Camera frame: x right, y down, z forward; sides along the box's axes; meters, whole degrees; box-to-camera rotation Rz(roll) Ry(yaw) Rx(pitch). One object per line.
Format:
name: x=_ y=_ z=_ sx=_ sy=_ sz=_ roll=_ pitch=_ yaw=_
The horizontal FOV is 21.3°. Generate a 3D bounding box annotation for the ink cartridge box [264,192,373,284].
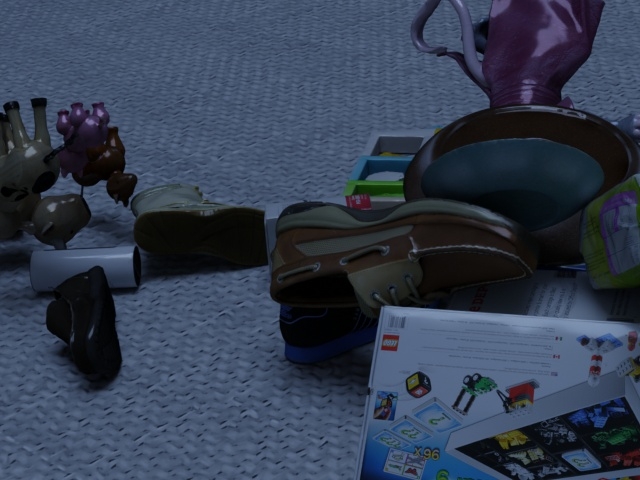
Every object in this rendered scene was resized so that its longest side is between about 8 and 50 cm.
ink cartridge box: x=0.000 y=0.000 z=2.130 sx=0.135 sy=0.099 sz=0.056 roll=-5 pitch=25 yaw=-1

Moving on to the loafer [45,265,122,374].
loafer: x=-0.283 y=0.103 z=2.006 sx=0.078 sy=0.080 sz=0.220 roll=-16 pitch=20 yaw=-1

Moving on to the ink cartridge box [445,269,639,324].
ink cartridge box: x=0.271 y=0.121 z=1.795 sx=0.272 sy=0.115 sz=0.198 roll=2 pitch=25 yaw=17

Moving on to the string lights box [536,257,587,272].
string lights box: x=0.307 y=0.034 z=1.964 sx=0.259 sy=0.077 sz=0.133 roll=6 pitch=30 yaw=9

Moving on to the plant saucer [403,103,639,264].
plant saucer: x=0.252 y=-0.081 z=2.010 sx=0.310 sy=0.050 sz=0.311 roll=-2 pitch=35 yaw=2

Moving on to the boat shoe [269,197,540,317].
boat shoe: x=0.081 y=0.033 z=1.831 sx=0.324 sy=0.122 sz=0.120 roll=-1 pitch=61 yaw=38

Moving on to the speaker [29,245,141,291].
speaker: x=-0.297 y=0.036 z=2.164 sx=0.136 sy=0.055 sz=0.055 roll=-3 pitch=25 yaw=6

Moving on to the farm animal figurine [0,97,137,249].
farm animal figurine: x=-0.393 y=-0.059 z=2.206 sx=0.326 sy=0.172 sz=0.330 roll=-12 pitch=-7 yaw=16

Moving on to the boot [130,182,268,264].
boot: x=-0.144 y=-0.026 z=2.243 sx=0.213 sy=0.077 sz=0.165 roll=3 pitch=13 yaw=-10

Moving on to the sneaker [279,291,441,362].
sneaker: x=0.051 y=0.063 z=1.993 sx=0.232 sy=0.090 sz=0.081 roll=-24 pitch=30 yaw=-34

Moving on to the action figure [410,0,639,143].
action figure: x=0.269 y=-0.176 z=2.237 sx=0.275 sy=0.248 sz=0.370 roll=14 pitch=57 yaw=-12

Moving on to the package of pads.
package of pads: x=0.386 y=-0.011 z=1.676 sx=0.229 sy=0.101 sz=0.296 roll=-6 pitch=-5 yaw=-1

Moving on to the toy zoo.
toy zoo: x=0.147 y=-0.103 z=2.406 sx=0.192 sy=0.030 sz=0.293 roll=1 pitch=26 yaw=13

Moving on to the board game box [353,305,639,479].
board game box: x=0.195 y=0.169 z=1.649 sx=0.305 sy=0.053 sz=0.193 roll=4 pitch=69 yaw=18

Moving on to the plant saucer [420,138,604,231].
plant saucer: x=0.203 y=-0.047 z=1.798 sx=0.195 sy=0.195 sz=0.037 roll=-2 pitch=64 yaw=7
